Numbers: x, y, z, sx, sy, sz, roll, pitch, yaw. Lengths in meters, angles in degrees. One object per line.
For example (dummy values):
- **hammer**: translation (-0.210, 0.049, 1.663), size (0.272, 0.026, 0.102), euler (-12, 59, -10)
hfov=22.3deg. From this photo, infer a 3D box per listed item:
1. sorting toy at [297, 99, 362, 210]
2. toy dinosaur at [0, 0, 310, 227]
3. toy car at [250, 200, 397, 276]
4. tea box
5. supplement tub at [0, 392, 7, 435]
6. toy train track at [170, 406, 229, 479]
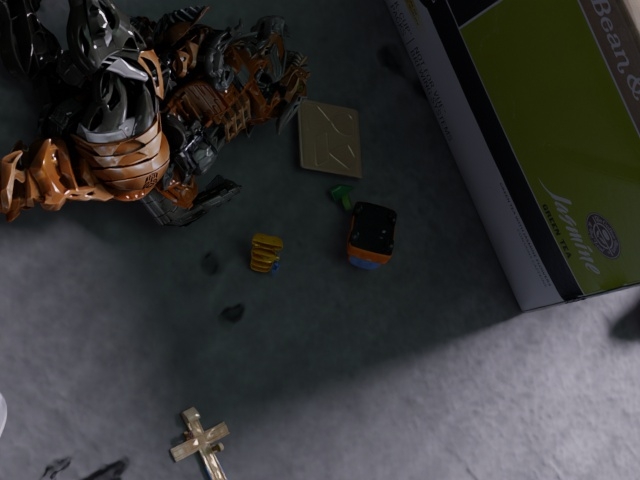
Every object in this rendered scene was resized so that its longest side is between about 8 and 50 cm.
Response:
- **sorting toy**: translation (0.006, -0.065, 1.237), size (0.062, 0.012, 0.083), euler (11, 67, -35)
- **toy dinosaur**: translation (-0.139, -0.101, 1.080), size (0.322, 0.164, 0.218), euler (-39, 116, -56)
- **toy car**: translation (0.000, 0.000, 1.208), size (0.122, 0.040, 0.060), euler (2, 43, -17)
- **tea box**: translation (0.236, -0.150, 1.199), size (0.220, 0.323, 0.329), euler (-24, 90, -19)
- **supplement tub**: translation (-0.289, 0.088, 0.937), size (0.190, 0.117, 0.117), euler (37, 60, -20)
- **toy train track**: translation (-0.073, 0.154, 1.121), size (0.048, 0.014, 0.083), euler (-26, 91, -35)
